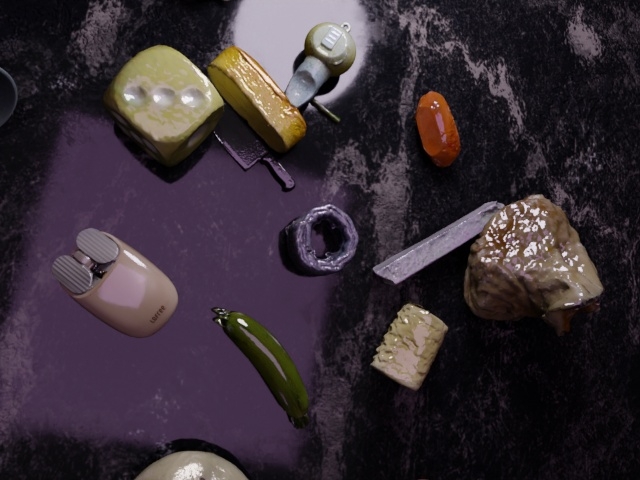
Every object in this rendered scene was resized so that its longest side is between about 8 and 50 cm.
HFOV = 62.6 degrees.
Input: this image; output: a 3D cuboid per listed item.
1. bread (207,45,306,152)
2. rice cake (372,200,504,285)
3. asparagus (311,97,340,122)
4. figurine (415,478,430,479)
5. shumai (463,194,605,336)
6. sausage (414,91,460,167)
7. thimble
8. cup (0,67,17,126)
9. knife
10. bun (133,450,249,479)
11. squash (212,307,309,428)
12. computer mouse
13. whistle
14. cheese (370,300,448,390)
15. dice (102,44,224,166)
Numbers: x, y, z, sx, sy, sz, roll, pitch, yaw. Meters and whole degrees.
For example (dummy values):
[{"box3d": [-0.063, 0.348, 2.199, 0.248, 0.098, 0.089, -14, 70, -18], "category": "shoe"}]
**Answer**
[{"box3d": [-0.129, -0.302, 1.116, 0.094, 0.102, 0.245, -44, 95, -14], "category": "bread"}, {"box3d": [0.277, 0.006, 1.212, 0.364, 0.072, 0.056, -29, 96, -16], "category": "rice cake"}, {"box3d": [-0.001, -0.308, 1.197, 0.114, 0.014, 0.015, 39, 43, -9], "category": "asparagus"}, {"box3d": [0.247, 0.727, 1.071, 0.276, 0.248, 0.388, -34, 104, -18], "category": "figurine"}, {"box3d": [0.493, 0.057, 1.140, 0.266, 0.262, 0.314, 23, 89, -29], "category": "shumai"}, {"box3d": [0.272, -0.260, 1.229, 0.089, 0.089, 0.180, -20, 93, -16], "category": "sausage"}, {"box3d": [0.001, 0.002, 1.125, 0.149, 0.097, 0.150, 2, 84, -16], "category": "thimble"}, {"box3d": [-0.679, -0.293, 0.941, 0.199, 0.199, 0.150, -35, 77, -15], "category": "cup"}, {"box3d": [-0.153, -0.193, 1.145, 0.072, 0.019, 0.245, -43, 93, -13], "category": "knife"}, {"box3d": [-0.245, 0.544, 0.983, 0.286, 0.146, 0.288, 2, 83, -13], "category": "bun"}, {"box3d": [-0.103, 0.253, 1.088, 0.319, 0.080, 0.071, 55, 37, -6], "category": "squash"}, {"box3d": [-0.391, 0.086, 1.019, 0.236, 0.082, 0.145, 42, 77, -9], "category": "computer mouse"}, {"box3d": [-0.002, -0.386, 1.165, 0.122, 0.123, 0.223, 35, 90, -10], "category": "whistle"}, {"box3d": [0.198, 0.233, 1.157, 0.123, 0.094, 0.167, 34, 78, -12], "category": "cheese"}, {"box3d": [-0.303, -0.260, 1.029, 0.169, 0.169, 0.166, 42, 76, -8], "category": "dice"}]
